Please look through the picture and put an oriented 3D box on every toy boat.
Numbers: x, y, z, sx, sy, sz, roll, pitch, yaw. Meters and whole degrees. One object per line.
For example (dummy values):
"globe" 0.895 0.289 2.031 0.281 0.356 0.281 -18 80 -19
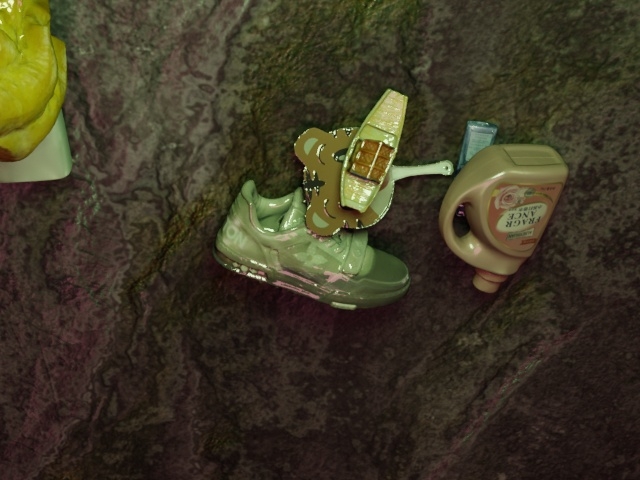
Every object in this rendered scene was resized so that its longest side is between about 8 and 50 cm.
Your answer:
"toy boat" 0.072 -0.122 1.932 0.065 0.066 0.172 23 87 -10

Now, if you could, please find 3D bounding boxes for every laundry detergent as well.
"laundry detergent" 0.238 -0.026 1.998 0.171 0.076 0.237 -1 131 -27

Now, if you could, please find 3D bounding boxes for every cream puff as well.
"cream puff" -0.472 -0.242 1.736 0.324 0.257 0.291 13 168 2

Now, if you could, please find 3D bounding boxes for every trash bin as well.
"trash bin" -0.406 -0.148 1.929 0.116 0.059 0.130 -3 127 3

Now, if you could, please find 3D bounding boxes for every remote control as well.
"remote control" 0.213 -0.099 1.995 0.043 0.027 0.152 9 124 -2

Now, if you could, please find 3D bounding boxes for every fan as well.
"fan" 0.078 -0.092 1.974 0.226 0.008 0.153 -8 95 -14

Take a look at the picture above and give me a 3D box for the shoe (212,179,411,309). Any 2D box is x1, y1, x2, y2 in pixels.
"shoe" 0.000 -0.002 2.009 0.293 0.109 0.149 12 128 -6
